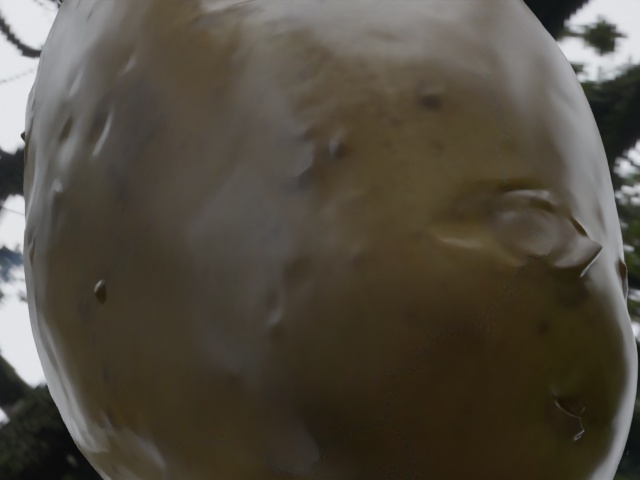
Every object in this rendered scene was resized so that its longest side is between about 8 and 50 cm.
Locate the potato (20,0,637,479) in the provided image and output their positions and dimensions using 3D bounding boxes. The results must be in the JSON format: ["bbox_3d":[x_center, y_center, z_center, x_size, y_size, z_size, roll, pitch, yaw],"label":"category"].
[{"bbox_3d":[0.001,-0.005,0.450,0.128,0.235,0.161,11,-91,-28],"label":"potato"}]
